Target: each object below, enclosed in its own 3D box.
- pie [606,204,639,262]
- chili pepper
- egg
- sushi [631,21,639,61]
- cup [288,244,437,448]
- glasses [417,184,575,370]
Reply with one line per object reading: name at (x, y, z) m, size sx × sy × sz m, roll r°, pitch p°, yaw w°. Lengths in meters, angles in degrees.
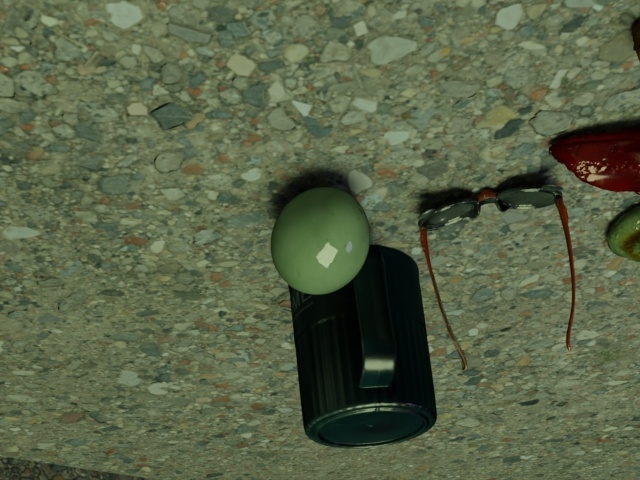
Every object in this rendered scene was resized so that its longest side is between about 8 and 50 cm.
pie at (0.590, -0.016, 1.464) m, size 0.186 × 0.041 × 0.187 m, roll -5°, pitch 148°, yaw -3°
chili pepper at (0.526, -0.115, 1.212) m, size 0.387 × 0.110 × 0.110 m, roll 2°, pitch 151°, yaw 14°
egg at (0.000, 0.000, 1.290) m, size 0.149 × 0.149 × 0.192 m, roll 2°, pitch 142°, yaw -13°
sushi at (0.431, -0.243, 1.059) m, size 0.120 × 0.055 × 0.052 m, roll 26°, pitch 149°, yaw -25°
cup at (0.088, 0.179, 1.462) m, size 0.242 × 0.292 × 0.308 m, roll 15°, pitch 144°, yaw -30°
glasses at (0.286, 0.052, 1.322) m, size 0.234 × 0.269 × 0.118 m, roll -12°, pitch 167°, yaw 7°
